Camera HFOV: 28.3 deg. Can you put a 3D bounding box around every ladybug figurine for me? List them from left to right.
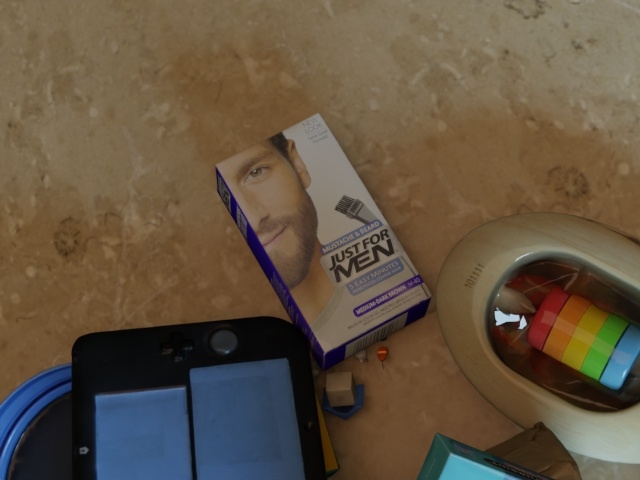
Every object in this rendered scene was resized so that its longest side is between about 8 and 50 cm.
[{"bbox_3d":[0.375,0.140,1.770,0.449,0.162,0.305,33,89,18],"label":"ladybug figurine"}]

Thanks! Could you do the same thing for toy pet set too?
[{"bbox_3d":[0.044,0.205,1.907,0.122,0.065,0.114,-6,43,10],"label":"toy pet set"}]

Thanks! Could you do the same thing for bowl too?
[{"bbox_3d":[-0.348,0.382,1.948,0.391,0.077,0.391,-3,78,14],"label":"bowl"}]

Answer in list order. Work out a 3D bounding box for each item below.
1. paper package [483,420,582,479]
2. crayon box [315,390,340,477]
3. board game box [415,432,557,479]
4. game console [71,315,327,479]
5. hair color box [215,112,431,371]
[{"bbox_3d":[0.228,0.458,1.654,0.309,0.168,0.325,-24,102,-3],"label":"paper package"},{"bbox_3d":[-0.129,0.297,1.850,0.278,0.081,0.165,-13,73,-15],"label":"crayon box"},{"bbox_3d":[0.191,0.434,1.520,0.253,0.079,0.336,22,96,-11],"label":"board game box"},{"bbox_3d":[-0.169,0.280,1.744,0.342,0.060,0.386,-2,53,-8],"label":"game console"},{"bbox_3d":[0.000,0.000,1.898,0.185,0.110,0.339,-28,72,-12],"label":"hair color box"}]
